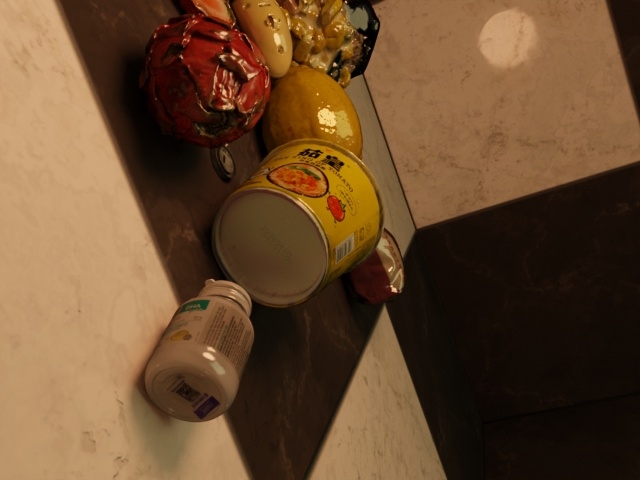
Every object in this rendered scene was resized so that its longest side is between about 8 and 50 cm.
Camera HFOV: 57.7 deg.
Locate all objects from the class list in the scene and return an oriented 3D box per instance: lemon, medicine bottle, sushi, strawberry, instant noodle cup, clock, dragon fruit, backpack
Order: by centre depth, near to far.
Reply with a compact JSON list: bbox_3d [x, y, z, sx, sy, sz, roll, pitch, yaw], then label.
[{"bbox_3d":[-0.175,0.159,0.903,0.215,0.135,0.135,-77,145,-57],"label":"medicine bottle"},{"bbox_3d":[-0.214,-0.284,1.070,0.299,0.244,0.244,-98,161,-51],"label":"dragon fruit"},{"bbox_3d":[-0.055,-0.025,1.193,0.326,0.325,0.254,68,28,-14],"label":"instant noodle cup"},{"bbox_3d":[-0.214,-0.175,1.288,0.085,0.017,0.085,-17,90,-72],"label":"clock"},{"bbox_3d":[-0.273,-0.546,1.365,0.187,0.082,0.146,-9,76,-66],"label":"strawberry"},{"bbox_3d":[-0.029,-0.301,1.560,0.316,0.285,0.285,45,26,-14],"label":"lemon"},{"bbox_3d":[-0.007,-0.572,1.683,0.285,0.328,0.328,-78,-173,-54],"label":"sushi"},{"bbox_3d":[0.170,0.061,1.920,0.317,0.197,0.283,-25,96,-77],"label":"backpack"}]

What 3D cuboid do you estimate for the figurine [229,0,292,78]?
[{"bbox_3d":[-0.174,-0.541,1.497,0.124,0.222,0.324,-17,70,-29],"label":"figurine"}]
